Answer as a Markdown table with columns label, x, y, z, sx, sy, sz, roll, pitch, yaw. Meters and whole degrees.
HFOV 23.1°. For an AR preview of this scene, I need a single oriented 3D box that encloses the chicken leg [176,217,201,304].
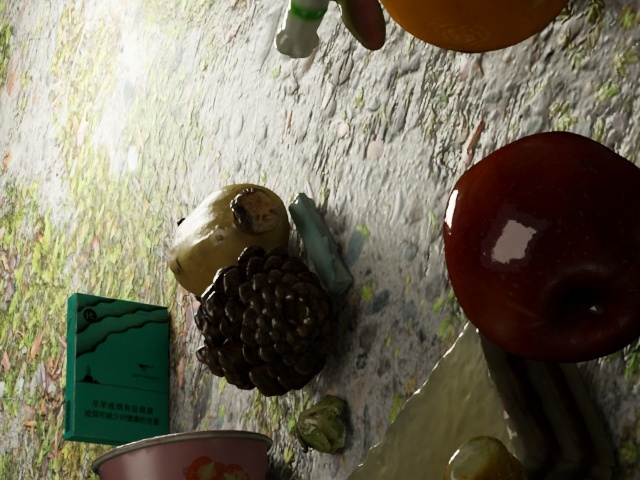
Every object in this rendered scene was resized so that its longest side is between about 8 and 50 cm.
| label | x | y | z | sx | sy | sz | roll | pitch | yaw |
| --- | --- | --- | --- | --- | --- | --- | --- | --- | --- |
| chicken leg | -0.177 | 0.035 | 2.311 | 0.037 | 0.062 | 0.145 | -36 | 59 | 50 |

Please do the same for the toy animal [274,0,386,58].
| label | x | y | z | sx | sy | sz | roll | pitch | yaw |
| --- | --- | --- | --- | --- | --- | --- | --- | --- | --- |
| toy animal | 0.011 | -0.367 | 1.804 | 0.181 | 0.180 | 0.363 | 35 | 113 | 42 |

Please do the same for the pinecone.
| label | x | y | z | sx | sy | sz | roll | pitch | yaw |
| --- | --- | --- | --- | --- | --- | --- | --- | --- | --- |
| pinecone | -0.072 | 0.105 | 2.009 | 0.184 | 0.179 | 0.204 | -64 | 15 | -10 |

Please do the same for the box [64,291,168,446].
| label | x | y | z | sx | sy | sz | roll | pitch | yaw |
| --- | --- | --- | --- | --- | --- | --- | --- | --- | --- |
| box | -0.308 | 0.200 | 2.383 | 0.042 | 0.161 | 0.226 | -31 | 55 | 50 |

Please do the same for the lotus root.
| label | x | y | z | sx | sy | sz | roll | pitch | yaw |
| --- | --- | --- | --- | --- | --- | --- | --- | --- | --- |
| lotus root | -0.122 | 0.005 | 2.156 | 0.303 | 0.131 | 0.146 | 146 | 138 | -62 |

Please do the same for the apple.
| label | x | y | z | sx | sy | sz | roll | pitch | yaw |
| --- | --- | --- | --- | --- | --- | --- | --- | --- | --- |
| apple | 0.226 | 0.007 | 1.487 | 0.218 | 0.218 | 0.201 | -54 | 34 | 37 |

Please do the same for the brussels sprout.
| label | x | y | z | sx | sy | sz | roll | pitch | yaw |
| --- | --- | --- | --- | --- | --- | --- | --- | --- | --- |
| brussels sprout | -0.004 | 0.235 | 1.964 | 0.085 | 0.058 | 0.085 | -172 | 90 | -77 |

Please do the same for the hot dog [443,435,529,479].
| label | x | y | z | sx | sy | sz | roll | pitch | yaw |
| --- | --- | --- | --- | --- | --- | --- | --- | --- | --- |
| hot dog | 0.179 | 0.274 | 1.462 | 0.061 | 0.286 | 0.088 | 16 | 66 | 31 |

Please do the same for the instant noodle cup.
| label | x | y | z | sx | sy | sz | roll | pitch | yaw |
| --- | --- | --- | --- | --- | --- | --- | --- | --- | --- |
| instant noodle cup | -0.168 | 0.385 | 2.026 | 0.243 | 0.243 | 0.231 | -34 | 58 | 51 |

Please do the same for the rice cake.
| label | x | y | z | sx | sy | sz | roll | pitch | yaw |
| --- | --- | --- | --- | --- | --- | --- | --- | --- | --- |
| rice cake | 0.000 | 0.000 | 2.053 | 0.042 | 0.030 | 0.180 | -56 | 37 | 27 |

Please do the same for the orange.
| label | x | y | z | sx | sy | sz | roll | pitch | yaw |
| --- | --- | --- | --- | --- | --- | --- | --- | --- | --- |
| orange | 0.164 | -0.322 | 1.665 | 0.246 | 0.246 | 0.246 | -27 | 58 | 54 |

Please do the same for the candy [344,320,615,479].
| label | x | y | z | sx | sy | sz | roll | pitch | yaw |
| --- | --- | --- | --- | --- | --- | --- | --- | --- | --- |
| candy | 0.154 | 0.248 | 1.612 | 0.320 | 0.135 | 0.179 | -57 | 37 | 36 |
